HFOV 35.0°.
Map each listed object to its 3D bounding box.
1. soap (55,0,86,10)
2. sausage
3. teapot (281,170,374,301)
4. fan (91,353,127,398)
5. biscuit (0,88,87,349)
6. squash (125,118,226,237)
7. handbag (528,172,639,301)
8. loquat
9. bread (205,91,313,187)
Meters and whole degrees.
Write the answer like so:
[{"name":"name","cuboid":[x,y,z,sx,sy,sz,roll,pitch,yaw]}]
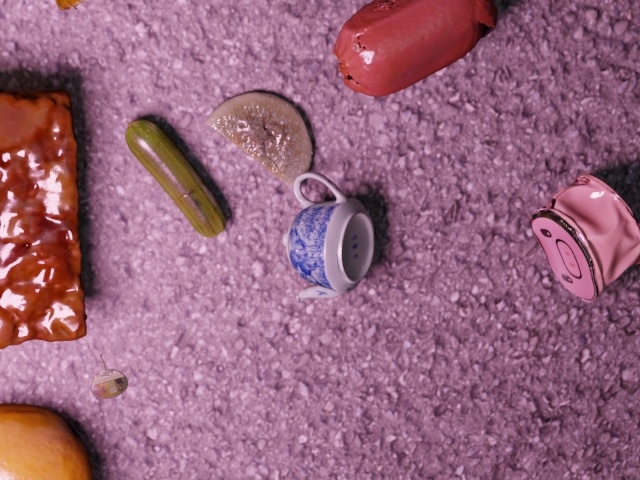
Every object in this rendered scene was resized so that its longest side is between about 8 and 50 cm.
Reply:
[{"name":"soap","cuboid":[-0.407,-0.458,1.400,0.143,0.259,0.281,-44,112,-7]},{"name":"sausage","cuboid":[0.154,-0.335,1.626,0.280,0.152,0.152,-27,109,-5]},{"name":"teapot","cuboid":[0.000,0.000,1.685,0.159,0.159,0.232,-7,107,-12]},{"name":"fan","cuboid":[-0.355,0.234,1.718,0.060,0.003,0.080,13,101,-17]},{"name":"biscuit","cuboid":[-0.528,-0.031,1.509,0.343,0.166,0.395,-3,102,-18]},{"name":"squash","cuboid":[-0.231,-0.101,1.634,0.066,0.066,0.229,-37,110,-3]},{"name":"handbag","cuboid":[0.467,-0.004,1.777,0.116,0.179,0.205,-35,111,-11]},{"name":"loquat","cuboid":[-0.492,0.385,1.592,0.263,0.263,0.263,-3,105,-13]},{"name":"bread","cuboid":[-0.080,-0.179,1.666,0.193,0.036,0.112,37,92,-20]}]
